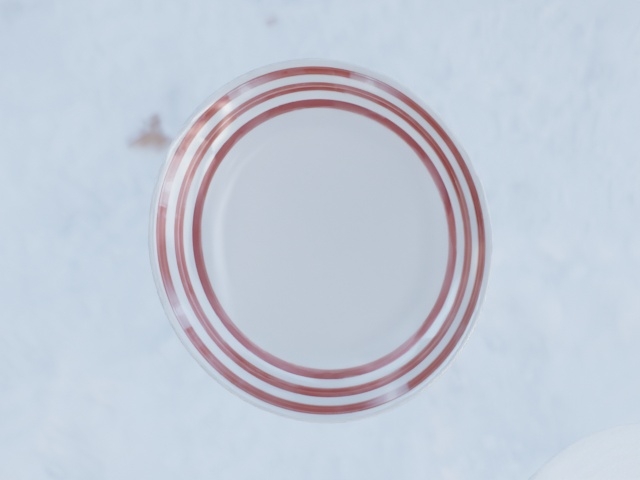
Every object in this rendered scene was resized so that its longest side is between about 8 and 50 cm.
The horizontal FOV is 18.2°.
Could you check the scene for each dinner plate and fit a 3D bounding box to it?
[{"bbox_3d":[0.000,0.000,0.772,0.141,0.017,0.141,3,99,19],"label":"dinner plate"}]

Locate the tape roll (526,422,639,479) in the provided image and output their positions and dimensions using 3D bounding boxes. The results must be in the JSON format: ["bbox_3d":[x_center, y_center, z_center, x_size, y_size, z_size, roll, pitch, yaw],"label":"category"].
[{"bbox_3d":[0.244,0.281,1.125,0.392,0.072,0.392,19,44,-19],"label":"tape roll"}]
